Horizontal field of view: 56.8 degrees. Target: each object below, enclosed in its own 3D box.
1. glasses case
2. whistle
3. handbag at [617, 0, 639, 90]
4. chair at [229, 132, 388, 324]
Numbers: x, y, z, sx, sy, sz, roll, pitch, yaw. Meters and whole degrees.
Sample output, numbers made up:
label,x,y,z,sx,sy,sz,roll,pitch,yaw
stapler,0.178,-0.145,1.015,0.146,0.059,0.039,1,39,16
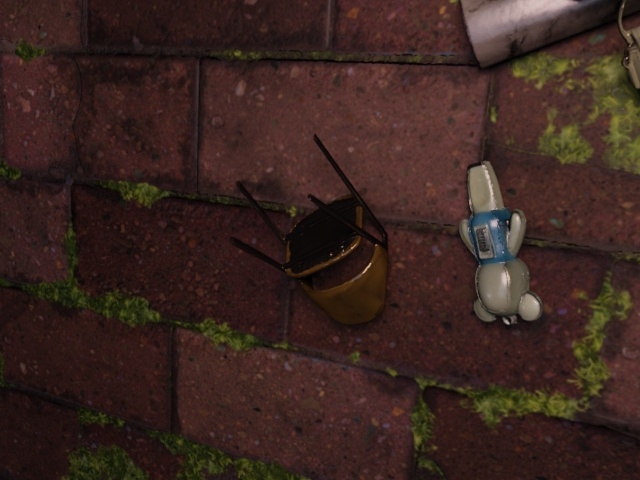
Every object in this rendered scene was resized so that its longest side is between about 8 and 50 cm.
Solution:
label,x,y,z,sx,sy,sz,roll,pitch,yaw
glasses case,0.334,-0.325,0.754,0.299,0.060,0.114,-15,95,26
whistle,0.251,0.004,0.846,0.114,0.077,0.235,-13,88,54
handbag,0.482,-0.250,0.676,0.256,0.079,0.219,-20,103,26
chair,0.000,0.000,0.916,0.159,0.172,0.247,-27,131,26
